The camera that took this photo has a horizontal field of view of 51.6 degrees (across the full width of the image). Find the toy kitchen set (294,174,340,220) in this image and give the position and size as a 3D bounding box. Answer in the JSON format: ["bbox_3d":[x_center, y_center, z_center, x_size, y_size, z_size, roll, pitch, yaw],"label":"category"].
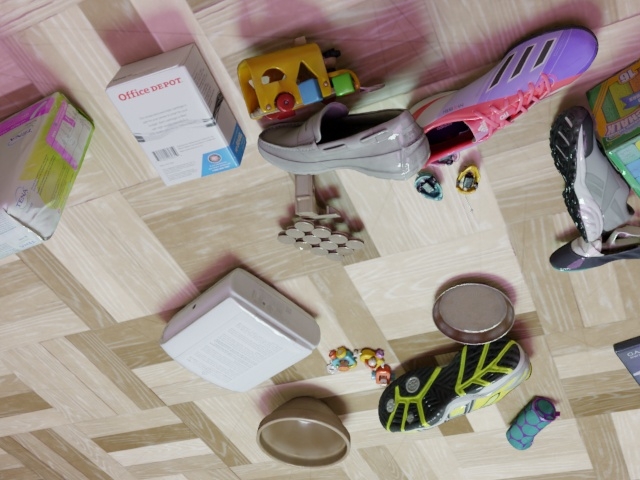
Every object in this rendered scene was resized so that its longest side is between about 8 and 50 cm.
[{"bbox_3d":[-0.002,-0.079,1.229,0.068,0.075,0.083,-4,171,17],"label":"toy kitchen set"}]

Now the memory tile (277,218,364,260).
[{"bbox_3d":[0.000,0.000,1.282,0.148,0.012,0.113,19,151,-22],"label":"memory tile"}]

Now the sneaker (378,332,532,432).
[{"bbox_3d":[0.302,0.349,1.492,0.385,0.145,0.147,-31,136,28],"label":"sneaker"}]

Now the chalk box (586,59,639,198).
[{"bbox_3d":[0.493,-0.153,0.964,0.132,0.213,0.132,-31,121,31],"label":"chalk box"}]

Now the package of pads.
[{"bbox_3d":[-0.514,-0.097,1.106,0.229,0.296,0.101,-18,135,23],"label":"package of pads"}]

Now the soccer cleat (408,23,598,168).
[{"bbox_3d":[0.271,-0.209,1.010,0.318,0.116,0.108,-25,124,28],"label":"soccer cleat"}]

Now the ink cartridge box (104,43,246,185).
[{"bbox_3d":[-0.235,-0.206,1.108,0.148,0.085,0.203,-12,129,18],"label":"ink cartridge box"}]

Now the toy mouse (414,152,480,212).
[{"bbox_3d":[0.207,-0.124,1.157,0.143,0.031,0.161,5,133,4],"label":"toy mouse"}]

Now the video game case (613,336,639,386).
[{"bbox_3d":[0.792,0.280,1.448,0.196,0.026,0.274,-27,122,29],"label":"video game case"}]

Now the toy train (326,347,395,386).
[{"bbox_3d":[0.096,0.307,1.559,0.167,0.046,0.125,6,133,3],"label":"toy train"}]

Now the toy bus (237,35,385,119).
[{"bbox_3d":[-0.027,-0.255,1.017,0.191,0.202,0.104,-12,99,27],"label":"toy bus"}]

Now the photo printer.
[{"bbox_3d":[-0.191,0.217,1.477,0.256,0.107,0.308,37,128,-23],"label":"photo printer"}]

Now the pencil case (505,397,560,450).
[{"bbox_3d":[0.515,0.448,1.615,0.070,0.064,0.151,26,133,6],"label":"pencil case"}]

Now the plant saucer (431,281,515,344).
[{"bbox_3d":[0.318,0.147,1.381,0.169,0.029,0.168,6,125,9],"label":"plant saucer"}]

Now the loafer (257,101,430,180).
[{"bbox_3d":[0.022,-0.167,1.043,0.320,0.112,0.111,7,135,36],"label":"loafer"}]

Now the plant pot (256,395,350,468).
[{"bbox_3d":[-0.039,0.474,1.690,0.238,0.109,0.237,4,134,4],"label":"plant pot"}]

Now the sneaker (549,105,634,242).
[{"bbox_3d":[0.453,-0.117,1.095,0.108,0.100,0.271,-23,131,11],"label":"sneaker"}]

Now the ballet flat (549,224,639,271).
[{"bbox_3d":[0.521,0.007,1.206,0.203,0.074,0.074,-8,131,7],"label":"ballet flat"}]
